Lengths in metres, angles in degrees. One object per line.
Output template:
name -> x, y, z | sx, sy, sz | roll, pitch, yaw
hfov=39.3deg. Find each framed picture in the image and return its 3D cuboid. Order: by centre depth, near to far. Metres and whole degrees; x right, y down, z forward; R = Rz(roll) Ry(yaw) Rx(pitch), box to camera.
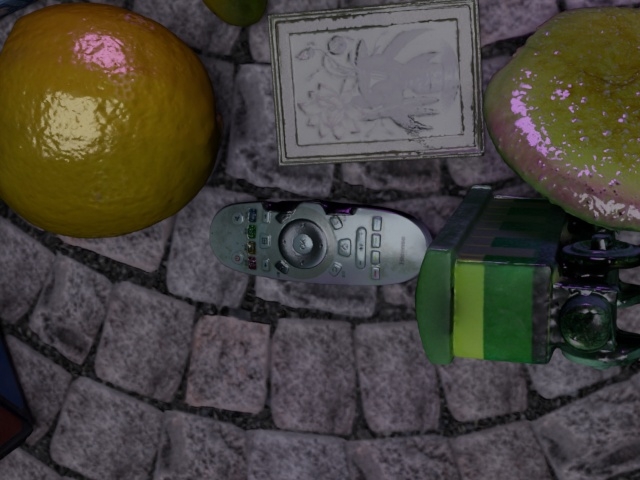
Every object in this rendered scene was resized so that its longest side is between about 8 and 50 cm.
framed picture -> 0.060, -0.169, 0.975 | 0.232, 0.010, 0.172 | -4, 100, 10

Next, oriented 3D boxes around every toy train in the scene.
toy train -> 0.209, 0.031, 0.851 | 0.203, 0.301, 0.120 | 3, 106, 17

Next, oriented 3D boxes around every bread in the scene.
bread -> 0.303, -0.120, 0.823 | 0.302, 0.301, 0.045 | 9, 143, 7

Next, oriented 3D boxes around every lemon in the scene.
lemon -> -0.209, -0.118, 0.918 | 0.219, 0.240, 0.240 | 7, 103, -4

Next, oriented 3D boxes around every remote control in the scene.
remote control -> -0.001, 0.000, 1.004 | 0.256, 0.045, 0.097 | 6, 101, 11

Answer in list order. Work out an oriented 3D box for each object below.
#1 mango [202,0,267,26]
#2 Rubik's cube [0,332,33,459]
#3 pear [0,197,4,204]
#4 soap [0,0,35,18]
mango -> -0.090, -0.321, 0.919 | 0.122, 0.085, 0.191 | 29, 120, 5
Rubik's cube -> -0.552, 0.171, 0.988 | 0.310, 0.307, 0.305 | -15, 98, 11
pear -> -0.418, -0.095, 0.997 | 0.167, 0.136, 0.167 | -3, 83, 21
soap -> -0.309, -0.348, 0.964 | 0.293, 0.077, 0.156 | -24, 97, 12
